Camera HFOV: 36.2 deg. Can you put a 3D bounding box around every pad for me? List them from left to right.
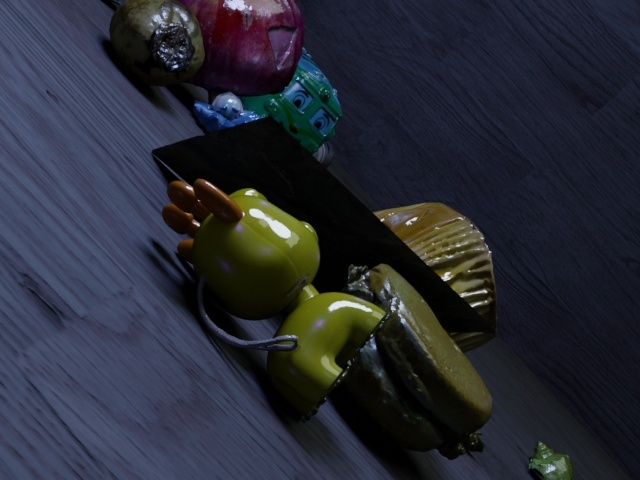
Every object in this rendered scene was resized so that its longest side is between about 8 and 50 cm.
[{"bbox_3d":[0.000,0.000,1.099,0.367,0.007,0.247,43,-27,-25],"label":"pad"}]

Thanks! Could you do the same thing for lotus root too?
[{"bbox_3d":[-0.238,-0.295,1.413,0.138,0.138,0.214,43,8,-30],"label":"lotus root"}]

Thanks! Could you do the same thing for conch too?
[{"bbox_3d":[0.388,0.395,1.653,0.089,0.074,0.121,7,54,-37],"label":"conch"}]

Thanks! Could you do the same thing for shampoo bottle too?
[{"bbox_3d":[-0.028,-0.202,2.226,0.092,0.092,0.303,48,7,2],"label":"shampoo bottle"}]

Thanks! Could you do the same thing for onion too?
[{"bbox_3d":[-0.178,-0.344,1.611,0.230,0.273,0.256,-4,3,-40],"label":"onion"}]

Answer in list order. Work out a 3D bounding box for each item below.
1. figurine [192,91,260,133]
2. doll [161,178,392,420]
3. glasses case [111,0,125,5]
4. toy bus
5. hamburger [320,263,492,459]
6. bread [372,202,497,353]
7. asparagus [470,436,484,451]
[{"bbox_3d":[-0.149,-0.195,1.558,0.114,0.079,0.114,20,12,-4],"label":"figurine"},{"bbox_3d":[-0.052,0.036,0.833,0.221,0.135,0.143,42,-25,4],"label":"doll"},{"bbox_3d":[-0.407,-0.488,1.675,0.109,0.067,0.282,54,11,28],"label":"glasses case"},{"bbox_3d":[-0.083,-0.301,2.045,0.183,0.199,0.343,44,10,-32],"label":"toy bus"},{"bbox_3d":[0.082,0.132,1.005,0.215,0.122,0.189,54,6,16],"label":"hamburger"},{"bbox_3d":[0.135,0.059,1.415,0.288,0.156,0.204,-124,-156,-64],"label":"bread"},{"bbox_3d":[0.163,0.224,1.296,0.178,0.041,0.045,44,16,-32],"label":"asparagus"}]
